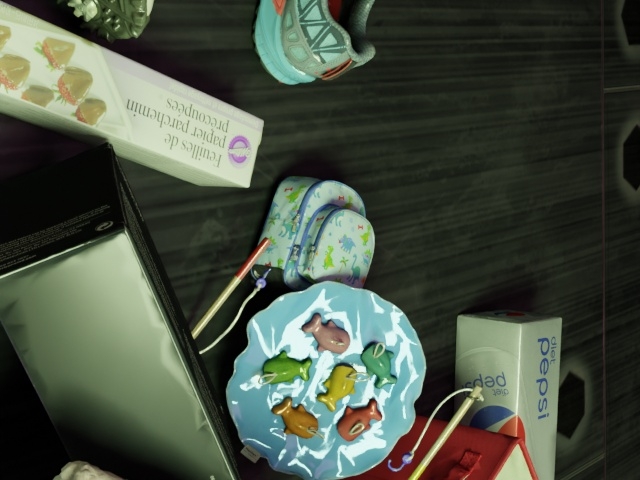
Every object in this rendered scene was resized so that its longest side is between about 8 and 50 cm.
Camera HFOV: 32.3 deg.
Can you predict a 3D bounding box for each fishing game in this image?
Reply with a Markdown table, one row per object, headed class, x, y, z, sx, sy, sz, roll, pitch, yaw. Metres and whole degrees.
| class | x | y | z | sx | sy | sz | roll | pitch | yaw |
| --- | --- | --- | --- | --- | --- | --- | --- | --- | --- |
| fishing game | 0.006 | 0.130 | 0.989 | 0.264 | 0.041 | 0.189 | 39 | 91 | -14 |

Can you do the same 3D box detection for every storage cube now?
| class | x | y | z | sx | sy | sz | roll | pitch | yaw |
| --- | --- | --- | --- | --- | --- | --- | --- | --- | --- |
| storage cube | 0.106 | 0.309 | 1.117 | 0.183 | 0.193 | 0.215 | -47 | 128 | -35 |

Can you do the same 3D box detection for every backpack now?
| class | x | y | z | sx | sy | sz | roll | pitch | yaw |
| --- | --- | --- | --- | --- | --- | --- | --- | --- | --- |
| backpack | 0.000 | 0.000 | 1.045 | 0.105 | 0.084 | 0.114 | 28 | 71 | -48 |

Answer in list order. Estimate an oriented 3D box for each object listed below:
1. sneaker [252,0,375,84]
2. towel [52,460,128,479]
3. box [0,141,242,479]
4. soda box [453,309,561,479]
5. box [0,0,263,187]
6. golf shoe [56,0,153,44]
| class | x | y | z | sx | sy | sz | roll | pitch | yaw |
| --- | --- | --- | --- | --- | --- | --- | --- | --- | --- |
| sneaker | 0.022 | -0.272 | 1.010 | 0.104 | 0.125 | 0.262 | 4 | 91 | -50 |
| towel | -0.133 | 0.312 | 0.787 | 0.317 | 0.053 | 0.332 | -45 | 130 | 15 |
| box | -0.143 | 0.086 | 0.803 | 0.103 | 0.184 | 0.261 | -20 | 115 | -3 |
| soda box | 0.219 | 0.229 | 1.316 | 0.098 | 0.091 | 0.286 | -1 | 95 | -49 |
| box | -0.177 | -0.111 | 0.845 | 0.324 | 0.067 | 0.063 | 19 | 80 | -47 |
| golf shoe | -0.165 | -0.286 | 0.815 | 0.120 | 0.105 | 0.273 | -41 | 124 | -47 |
